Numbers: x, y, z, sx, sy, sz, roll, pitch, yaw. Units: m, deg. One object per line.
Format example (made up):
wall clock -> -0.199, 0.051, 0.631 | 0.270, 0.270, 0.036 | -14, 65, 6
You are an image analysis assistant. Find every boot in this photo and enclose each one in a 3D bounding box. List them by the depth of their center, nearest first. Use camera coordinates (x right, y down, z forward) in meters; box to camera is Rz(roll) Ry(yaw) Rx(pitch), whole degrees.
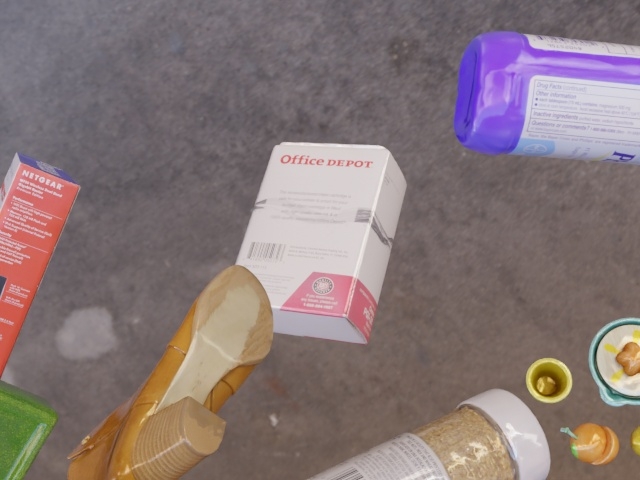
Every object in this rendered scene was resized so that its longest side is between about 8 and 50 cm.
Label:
boot -> -0.170, 0.163, 1.021 | 0.211, 0.295, 0.104 | -33, 113, 30

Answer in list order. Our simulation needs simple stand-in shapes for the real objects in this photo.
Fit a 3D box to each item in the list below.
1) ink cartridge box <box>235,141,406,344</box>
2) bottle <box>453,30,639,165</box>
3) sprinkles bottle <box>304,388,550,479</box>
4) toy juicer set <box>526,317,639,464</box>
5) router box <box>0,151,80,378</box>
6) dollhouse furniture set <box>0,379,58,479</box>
ink cartridge box -> 0.000, 0.000, 1.461 | 0.207, 0.283, 0.117 | 5, 155, 25
bottle -> 0.248, -0.100, 0.717 | 0.283, 0.118, 0.092 | 5, 96, -2
sprinkles bottle -> 0.076, 0.276, 1.009 | 0.121, 0.355, 0.121 | 43, 144, 44
toy juicer set -> 0.496, 0.216, 1.433 | 0.209, 0.329, 0.089 | 62, 177, 20
router box -> -0.444, 0.034, 1.326 | 0.082, 0.301, 0.335 | 23, 180, -20
dollhouse furniture set -> -0.239, 0.211, 0.813 | 0.301, 0.151, 0.197 | 32, 170, -30
